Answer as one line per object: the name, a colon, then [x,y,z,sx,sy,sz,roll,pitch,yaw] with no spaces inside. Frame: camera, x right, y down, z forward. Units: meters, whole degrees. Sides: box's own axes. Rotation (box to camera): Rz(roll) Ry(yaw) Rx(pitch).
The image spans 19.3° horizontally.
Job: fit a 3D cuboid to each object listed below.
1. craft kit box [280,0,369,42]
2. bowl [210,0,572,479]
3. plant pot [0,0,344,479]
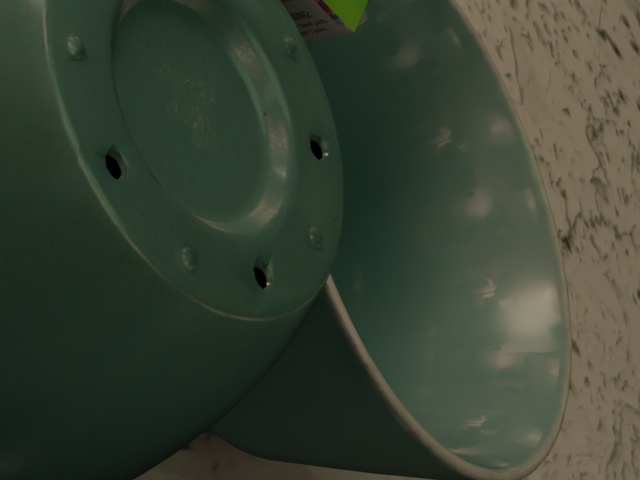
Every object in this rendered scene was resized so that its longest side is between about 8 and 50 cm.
craft kit box: [-0.135,-0.174,0.878,0.246,0.250,0.061,45,57,-33]
bowl: [0.000,0.000,1.044,0.311,0.163,0.311,38,43,-45]
plant pot: [-0.135,-0.020,0.804,0.293,0.235,0.293,32,47,-42]
